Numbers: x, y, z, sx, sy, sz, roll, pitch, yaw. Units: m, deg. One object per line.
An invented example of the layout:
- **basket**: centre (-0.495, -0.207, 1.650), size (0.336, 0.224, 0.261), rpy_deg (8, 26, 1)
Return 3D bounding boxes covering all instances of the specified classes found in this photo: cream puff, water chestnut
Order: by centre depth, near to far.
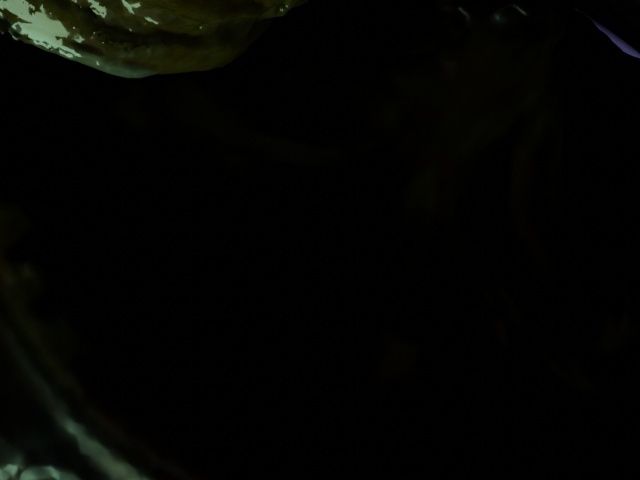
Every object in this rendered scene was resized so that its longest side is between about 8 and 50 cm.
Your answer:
- **cream puff**: centre (-0.053, -0.113, 0.466), size (0.126, 0.103, 0.144), rpy_deg (7, -146, -29)
- **water chestnut**: centre (0.000, 0.000, 0.615), size (0.350, 0.302, 0.350), rpy_deg (12, -125, -17)
